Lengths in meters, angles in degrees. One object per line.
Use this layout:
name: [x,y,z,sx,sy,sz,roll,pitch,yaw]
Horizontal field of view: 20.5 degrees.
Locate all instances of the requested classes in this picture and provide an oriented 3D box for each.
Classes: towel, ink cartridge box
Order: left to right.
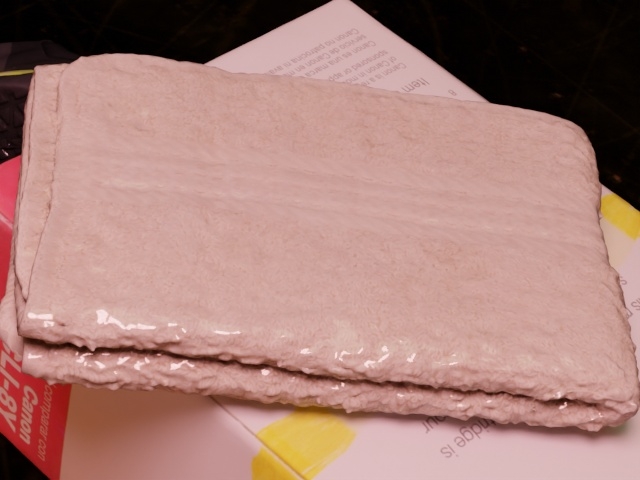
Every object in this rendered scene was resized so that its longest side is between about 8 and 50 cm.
towel: [0.000,0.000,0.803,0.282,0.049,0.187,7,44,-9]
ink cartridge box: [0.045,0.080,0.885,0.384,0.160,0.279,39,47,24]

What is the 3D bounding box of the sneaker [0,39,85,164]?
sneaker: [-0.185,-0.070,0.994,0.234,0.084,0.097,10,26,33]
